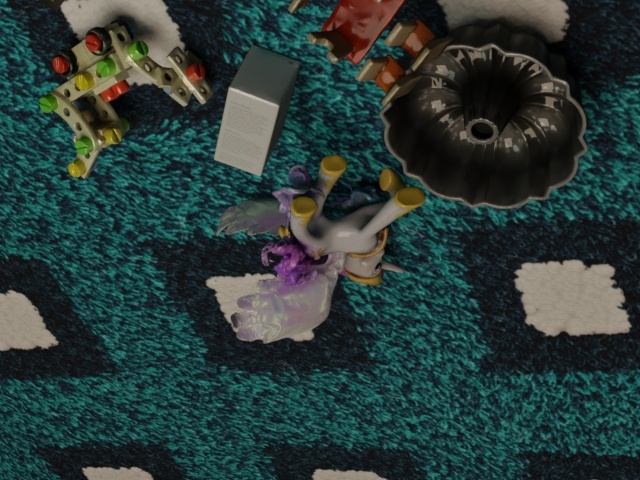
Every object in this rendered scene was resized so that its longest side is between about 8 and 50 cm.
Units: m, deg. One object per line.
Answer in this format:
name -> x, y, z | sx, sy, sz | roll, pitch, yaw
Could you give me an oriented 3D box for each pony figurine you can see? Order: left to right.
pony figurine -> 0.000, 0.000, 2.072 | 0.350, 0.303, 0.363 | -5, 152, -9

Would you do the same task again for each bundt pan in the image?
bundt pan -> 0.268, -0.211, 1.858 | 0.330, 0.124, 0.331 | 11, 137, 11

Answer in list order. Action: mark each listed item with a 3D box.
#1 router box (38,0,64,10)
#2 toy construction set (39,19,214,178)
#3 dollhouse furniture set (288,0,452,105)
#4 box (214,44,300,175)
router box -> -0.446, -0.527, 1.808 | 0.242, 0.081, 0.309 | 26, 139, -25
toy construction set -> -0.355, -0.259, 2.028 | 0.327, 0.151, 0.215 | -23, 98, 28
dollhouse furniture set -> 0.093, -0.375, 1.705 | 0.262, 0.135, 0.259 | 46, 124, 9
box -> -0.109, -0.222, 1.986 | 0.091, 0.130, 0.170 | 20, 136, 2
